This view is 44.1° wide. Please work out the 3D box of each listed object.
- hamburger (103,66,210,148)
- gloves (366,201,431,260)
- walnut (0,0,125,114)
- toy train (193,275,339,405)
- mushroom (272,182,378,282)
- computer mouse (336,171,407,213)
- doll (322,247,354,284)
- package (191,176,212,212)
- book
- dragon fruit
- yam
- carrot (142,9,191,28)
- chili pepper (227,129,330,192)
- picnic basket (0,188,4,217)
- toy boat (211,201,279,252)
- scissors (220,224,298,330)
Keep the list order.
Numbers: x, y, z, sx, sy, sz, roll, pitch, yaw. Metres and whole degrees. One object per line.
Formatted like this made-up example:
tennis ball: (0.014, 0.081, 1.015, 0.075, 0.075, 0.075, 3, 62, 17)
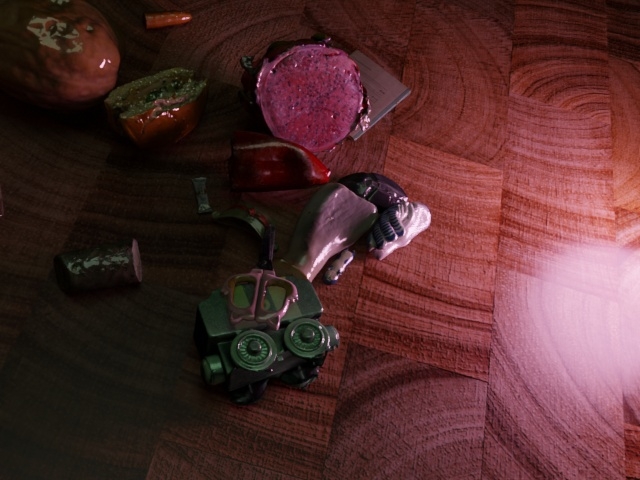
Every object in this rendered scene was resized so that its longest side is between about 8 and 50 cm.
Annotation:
hamburger: (-0.384, -0.310, 1.927, 0.144, 0.156, 0.283, 31, 45, 31)
gloves: (0.184, -0.027, 1.927, 0.097, 0.119, 0.229, 17, 30, 30)
walnut: (-0.644, -0.450, 1.868, 0.344, 0.306, 0.306, 9, 54, -12)
toy train: (-0.116, 0.198, 1.645, 0.299, 0.167, 0.238, -11, 54, -24)
mushroom: (0.000, 0.000, 1.835, 0.159, 0.122, 0.328, 19, 50, 20)
computer mouse: (0.132, -0.125, 2.002, 0.192, 0.062, 0.106, 12, 54, -6)
doll: (0.044, 0.060, 1.867, 0.037, 0.027, 0.125, 28, 53, 12)
package: (-0.285, -0.110, 1.900, 0.037, 0.015, 0.110, -7, 57, -14)
book: (0.098, -0.411, 2.216, 0.215, 0.025, 0.283, 40, 56, 12)
dragon fruit: (-0.057, -0.388, 2.001, 0.296, 0.314, 0.263, -34, 23, -3)
yam: (-0.468, 0.057, 1.681, 0.183, 0.107, 0.107, -11, 60, -19)
carrot: (-0.427, -0.619, 2.201, 0.139, 0.048, 0.048, -15, 61, -27)
chili pepper: (-0.101, -0.188, 1.890, 0.253, 0.136, 0.144, 1, 78, 3)
picnic basket: (-0.799, -0.085, 1.662, 0.196, 0.134, 0.154, 27, 50, 3)
toy boat: (-0.163, -0.039, 1.845, 0.185, 0.089, 0.071, 28, 70, 17)
scissors: (-0.120, 0.068, 1.669, 0.160, 0.024, 0.317, 7, 40, 0)
